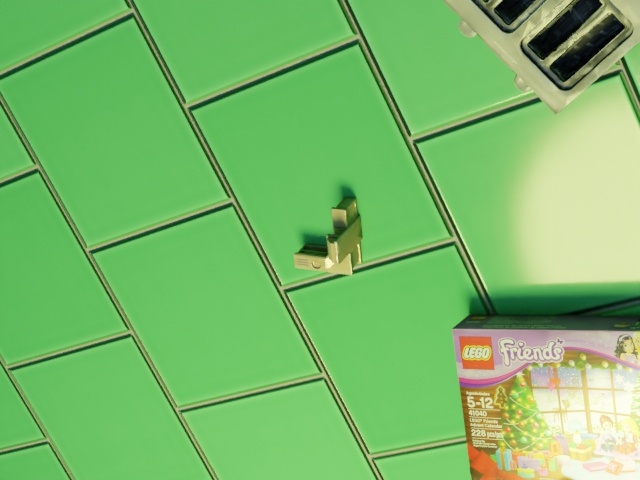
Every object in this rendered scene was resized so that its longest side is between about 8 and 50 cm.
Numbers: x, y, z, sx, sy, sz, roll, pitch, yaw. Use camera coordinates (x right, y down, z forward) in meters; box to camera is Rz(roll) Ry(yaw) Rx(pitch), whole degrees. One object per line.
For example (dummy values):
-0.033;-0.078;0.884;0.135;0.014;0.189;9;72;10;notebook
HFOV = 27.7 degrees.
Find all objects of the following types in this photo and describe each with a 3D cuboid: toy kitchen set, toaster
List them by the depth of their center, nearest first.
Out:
0.229;-0.233;1.209;0.168;0.110;0.185;45;127;-3;toaster
0.000;0.000;1.481;0.075;0.068;0.083;7;119;24;toy kitchen set

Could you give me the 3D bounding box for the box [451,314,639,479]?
0.297;0.184;1.414;0.293;0.057;0.201;-2;104;29;box
